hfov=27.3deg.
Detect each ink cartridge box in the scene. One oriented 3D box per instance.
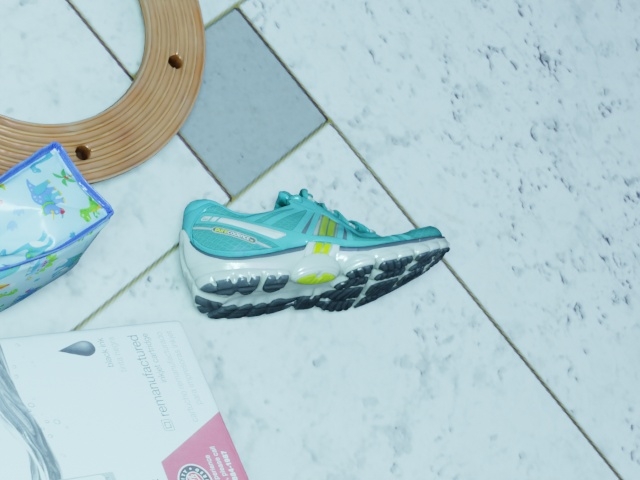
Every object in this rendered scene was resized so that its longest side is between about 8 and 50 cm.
[{"bbox_3d":[-0.213,0.183,0.978,0.283,0.117,0.207,-4,50,-31],"label":"ink cartridge box"}]

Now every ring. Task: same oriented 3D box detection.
[{"bbox_3d":[-0.263,-0.202,1.187,0.336,0.032,0.337,11,67,-27],"label":"ring"}]

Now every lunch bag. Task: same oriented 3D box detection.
[{"bbox_3d":[-0.260,0.006,1.050,0.096,0.129,0.151,49,58,1],"label":"lunch bag"}]

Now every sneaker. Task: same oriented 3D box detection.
[{"bbox_3d":[0.000,0.000,1.221,0.275,0.107,0.110,-1,63,-30],"label":"sneaker"}]
